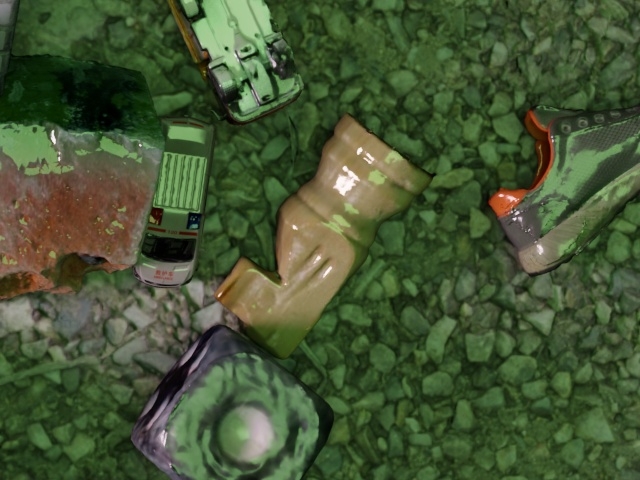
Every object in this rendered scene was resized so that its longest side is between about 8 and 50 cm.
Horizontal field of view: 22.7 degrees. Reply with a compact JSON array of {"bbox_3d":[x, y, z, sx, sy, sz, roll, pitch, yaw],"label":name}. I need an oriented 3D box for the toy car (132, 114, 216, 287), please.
[{"bbox_3d":[-0.173,-0.045,1.886,0.089,0.108,0.210,8,91,-13],"label":"toy car"}]

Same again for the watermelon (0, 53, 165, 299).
[{"bbox_3d":[-0.313,-0.072,1.826,0.264,0.151,0.302,-2,92,-9],"label":"watermelon"}]

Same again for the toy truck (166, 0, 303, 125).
[{"bbox_3d":[-0.120,-0.271,1.880,0.114,0.135,0.270,-25,94,-8],"label":"toy truck"}]

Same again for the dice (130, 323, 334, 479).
[{"bbox_3d":[-0.105,0.217,1.878,0.181,0.183,0.182,40,83,-10],"label":"dice"}]

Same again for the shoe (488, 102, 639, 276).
[{"bbox_3d":[0.338,-0.120,1.999,0.336,0.132,0.171,-43,92,-4],"label":"shoe"}]

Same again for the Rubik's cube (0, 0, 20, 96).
[{"bbox_3d":[-0.445,-0.314,1.708,0.238,0.237,0.237,1,60,-15],"label":"Rubik's cube"}]

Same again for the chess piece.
[{"bbox_3d":[0.000,0.000,1.935,0.137,0.137,0.301,34,96,-12],"label":"chess piece"}]
